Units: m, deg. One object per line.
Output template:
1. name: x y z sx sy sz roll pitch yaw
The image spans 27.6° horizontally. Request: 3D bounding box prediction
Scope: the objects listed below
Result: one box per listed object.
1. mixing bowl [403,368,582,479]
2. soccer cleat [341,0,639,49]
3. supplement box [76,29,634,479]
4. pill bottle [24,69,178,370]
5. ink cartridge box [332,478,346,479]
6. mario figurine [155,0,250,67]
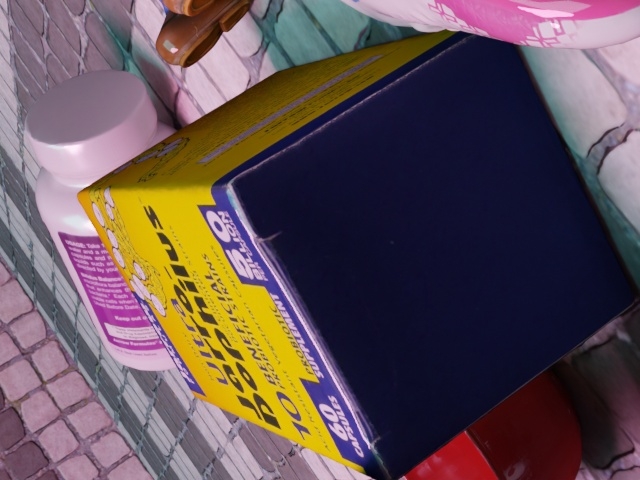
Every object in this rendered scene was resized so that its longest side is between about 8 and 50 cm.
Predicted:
1. mixing bowl: 0.122 0.136 0.938 0.181 0.098 0.181 48 160 24
2. soccer cleat: 0.068 -0.153 0.630 0.331 0.116 0.143 40 171 45
3. supplement box: 0.000 0.000 0.873 0.194 0.195 0.356 61 161 -12
4. pill bottle: -0.195 -0.021 1.358 0.169 0.169 0.301 38 153 44
5. ink cartridge box: 0.166 0.198 0.748 0.333 0.065 0.165 8 161 4
6. mario figurine: -0.205 -0.261 0.985 0.320 0.170 0.198 45 124 11
